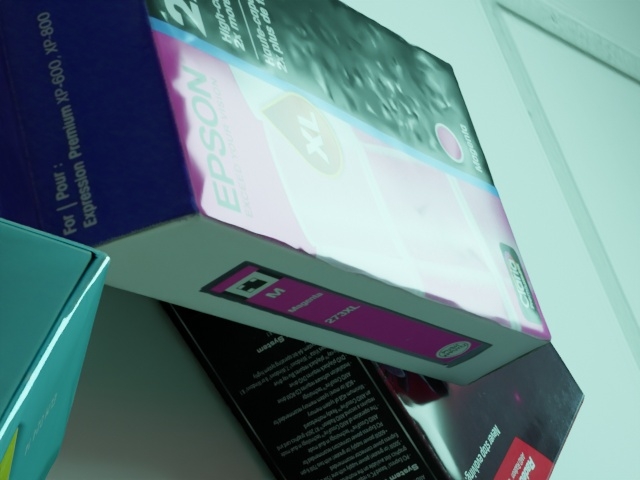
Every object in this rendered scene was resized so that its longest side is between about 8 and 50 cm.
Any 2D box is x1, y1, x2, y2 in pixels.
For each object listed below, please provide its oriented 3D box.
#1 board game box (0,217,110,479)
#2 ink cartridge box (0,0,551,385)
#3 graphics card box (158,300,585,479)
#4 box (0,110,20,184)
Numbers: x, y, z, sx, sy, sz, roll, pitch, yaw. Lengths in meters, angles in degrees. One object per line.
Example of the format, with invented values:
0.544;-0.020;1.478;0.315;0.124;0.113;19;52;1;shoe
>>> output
-0.212;0.077;0.308;0.253;0.079;0.336;19;32;0;board game box
-0.033;-0.049;0.732;0.371;0.069;0.176;18;48;-50;ink cartridge box
0.000;0.000;0.911;0.371;0.094;0.233;57;26;-5;graphics card box
-0.230;-0.126;0.629;0.290;0.087;0.169;50;27;-19;box
